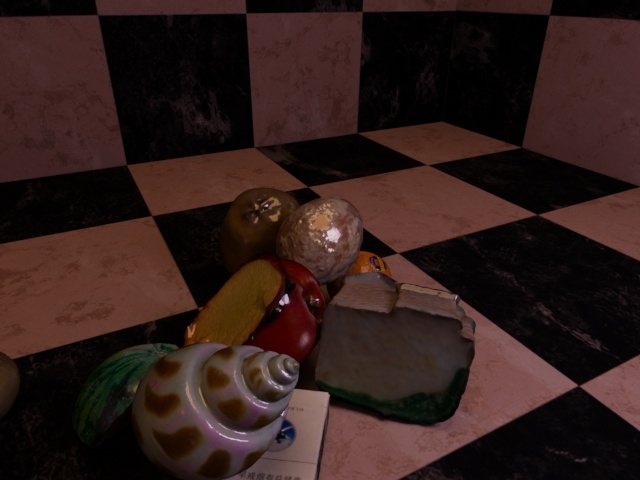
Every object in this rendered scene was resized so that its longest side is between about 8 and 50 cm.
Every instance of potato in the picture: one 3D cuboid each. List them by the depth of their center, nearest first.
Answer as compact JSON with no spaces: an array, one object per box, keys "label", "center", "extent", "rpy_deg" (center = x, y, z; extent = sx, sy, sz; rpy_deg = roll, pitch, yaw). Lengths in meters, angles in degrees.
[{"label":"potato","center":[-0.695,0.290,0.917],"extent":[0.177,0.160,0.235],"rpy_deg":[2,9,-44]}]

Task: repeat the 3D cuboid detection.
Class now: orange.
[{"label":"orange","center":[0.103,0.110,1.253],"extent":[0.177,0.155,0.178],"rpy_deg":[-7,34,5]}]

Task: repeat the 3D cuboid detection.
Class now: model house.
[{"label":"model house","center":[0.168,0.198,1.026],"extent":[0.298,0.243,0.284],"rpy_deg":[11,21,11]}]

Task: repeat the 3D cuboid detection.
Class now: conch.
[{"label":"conch","center":[-0.172,0.262,0.777],"extent":[0.367,0.197,0.249],"rpy_deg":[-8,22,21]}]

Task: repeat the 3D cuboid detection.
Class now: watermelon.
[{"label":"watermelon","center":[-0.369,0.280,0.883],"extent":[0.231,0.128,0.146],"rpy_deg":[-47,10,-7]}]

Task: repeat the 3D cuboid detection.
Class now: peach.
[{"label":"peach","center":[-0.132,0.196,1.029],"extent":[0.361,0.201,0.258],"rpy_deg":[-35,33,21]}]

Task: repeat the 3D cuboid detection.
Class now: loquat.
[{"label":"loquat","center":[-0.162,-0.004,1.331],"extent":[0.275,0.284,0.276],"rpy_deg":[-3,52,3]}]

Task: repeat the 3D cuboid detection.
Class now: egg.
[{"label":"egg","center":[0.000,0.000,1.154],"extent":[0.203,0.203,0.245],"rpy_deg":[29,73,42]}]

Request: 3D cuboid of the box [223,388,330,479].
[{"label":"box","center":[-0.081,0.379,0.837],"extent":[0.164,0.069,0.256],"rpy_deg":[4,29,8]}]
